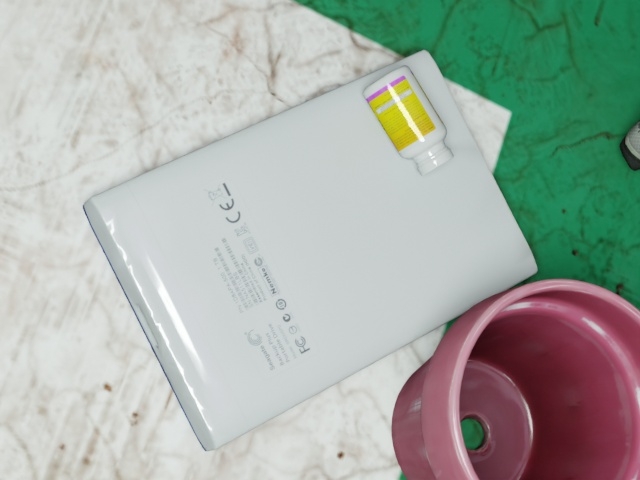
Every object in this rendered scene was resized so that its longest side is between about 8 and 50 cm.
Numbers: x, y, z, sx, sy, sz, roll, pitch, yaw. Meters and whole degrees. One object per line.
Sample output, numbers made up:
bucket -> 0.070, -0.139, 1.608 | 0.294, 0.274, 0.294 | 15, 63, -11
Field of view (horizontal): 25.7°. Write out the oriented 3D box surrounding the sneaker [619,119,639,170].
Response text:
sneaker -> 0.330, -0.086, 1.268 | 0.170, 0.075, 0.063 | 2, 58, -44

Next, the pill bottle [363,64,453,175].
pill bottle -> 0.072, -0.095, 1.122 | 0.043, 0.043, 0.083 | -32, 91, -25

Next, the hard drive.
hard drive -> 0.000, 0.000, 1.119 | 0.319, 0.040, 0.210 | -26, 89, -25

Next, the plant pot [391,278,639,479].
plant pot -> 0.148, 0.141, 1.073 | 0.201, 0.180, 0.201 | 5, 77, -22
